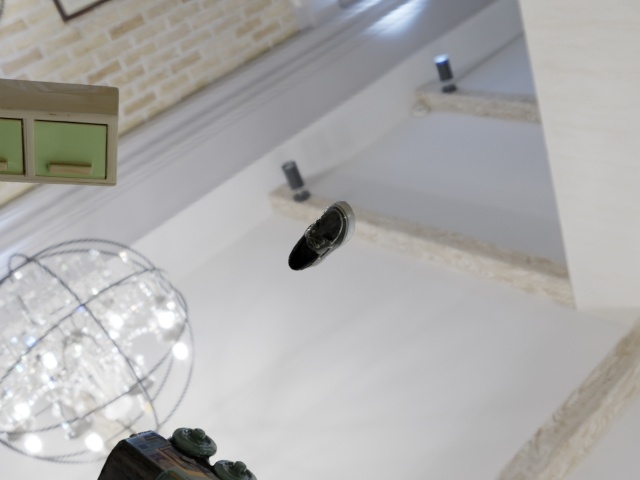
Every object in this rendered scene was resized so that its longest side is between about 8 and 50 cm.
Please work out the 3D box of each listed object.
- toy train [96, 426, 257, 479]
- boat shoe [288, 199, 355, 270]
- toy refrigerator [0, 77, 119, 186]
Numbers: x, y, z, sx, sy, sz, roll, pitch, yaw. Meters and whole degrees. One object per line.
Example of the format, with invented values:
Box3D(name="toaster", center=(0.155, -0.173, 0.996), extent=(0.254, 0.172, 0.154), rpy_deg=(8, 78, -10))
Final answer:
Box3D(name="toy train", center=(-0.173, 0.397, 1.150), extent=(0.334, 0.190, 0.142), rpy_deg=(30, -82, 22))
Box3D(name="boat shoe", center=(0.000, 0.000, 0.998), extent=(0.040, 0.049, 0.142), rpy_deg=(-26, 164, -36))
Box3D(name="toy refrigerator", center=(-0.385, -0.133, 0.948), extent=(0.269, 0.102, 0.094), rpy_deg=(2, -146, -16))
